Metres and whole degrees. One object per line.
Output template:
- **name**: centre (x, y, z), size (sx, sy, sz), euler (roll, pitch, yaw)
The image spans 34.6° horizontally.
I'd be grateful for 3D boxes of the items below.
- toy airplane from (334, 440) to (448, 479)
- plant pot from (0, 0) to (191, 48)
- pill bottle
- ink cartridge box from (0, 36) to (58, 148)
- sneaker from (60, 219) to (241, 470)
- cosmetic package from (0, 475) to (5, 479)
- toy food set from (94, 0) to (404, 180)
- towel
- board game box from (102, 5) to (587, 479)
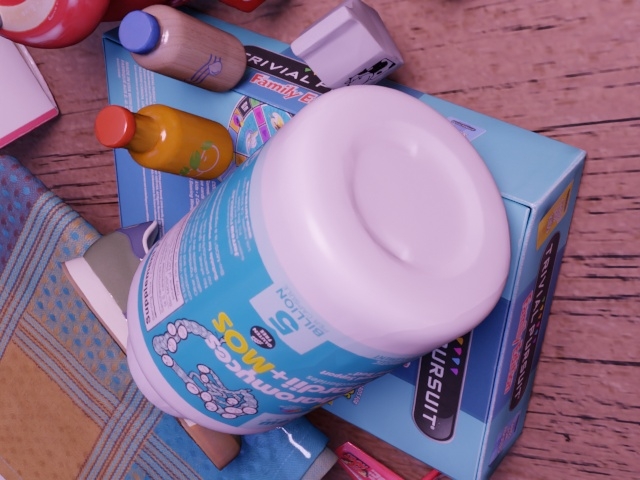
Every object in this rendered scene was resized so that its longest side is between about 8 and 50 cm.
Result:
- **toy airplane**: centre (0.082, 0.209, 0.868), size (0.151, 0.028, 0.151), euler (21, 132, 26)
- **plant pot**: centre (-0.147, -0.226, 0.639), size (0.191, 0.174, 0.191), euler (21, 129, 29)
- **pill bottle**: centre (-0.022, 0.030, 0.618), size (0.146, 0.146, 0.264), euler (51, 139, -2)
- **ink cartridge box**: centre (-0.405, -0.085, 0.935), size (0.283, 0.207, 0.117), euler (-16, 110, 46)
- **sneaker**: centre (-0.101, 0.067, 0.756), size (0.192, 0.086, 0.064), euler (51, 167, 7)
- **cosmetic package**: centre (-0.399, 0.249, 1.088), size (0.394, 0.327, 0.329), euler (38, 137, 11)
- **toy food set**: centre (-0.030, -0.135, 0.595), size (0.232, 0.104, 0.111), euler (-31, 74, 22)
- **towel**: centre (-0.186, 0.140, 0.868), size (0.370, 0.040, 0.271), euler (42, 118, 12)
- **board game box**: centre (0.000, 0.000, 0.747), size (0.336, 0.079, 0.254), euler (24, 133, 25)
